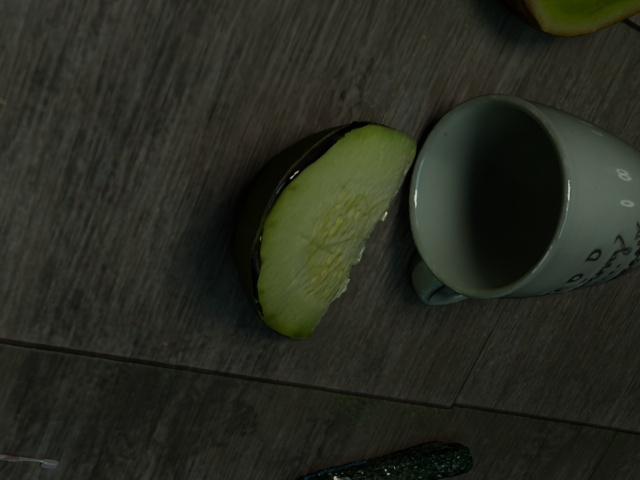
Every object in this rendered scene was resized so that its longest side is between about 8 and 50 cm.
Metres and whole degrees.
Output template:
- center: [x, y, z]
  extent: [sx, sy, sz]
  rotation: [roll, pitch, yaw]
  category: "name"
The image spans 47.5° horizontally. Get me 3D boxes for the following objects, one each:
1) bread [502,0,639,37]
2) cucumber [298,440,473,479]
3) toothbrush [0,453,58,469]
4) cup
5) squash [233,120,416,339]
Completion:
- center: [0.253, -0.295, 0.640]
  extent: [0.236, 0.070, 0.236]
  rotation: [-15, 136, -15]
  category: "bread"
- center: [0.074, 0.284, 0.887]
  extent: [0.256, 0.043, 0.044]
  rotation: [-4, 111, -25]
  category: "cucumber"
- center: [-0.292, 0.203, 0.677]
  extent: [0.097, 0.006, 0.008]
  rotation: [21, 107, -34]
  category: "toothbrush"
- center: [0.214, -0.013, 0.754]
  extent: [0.234, 0.186, 0.258]
  rotation: [5, 142, -38]
  category: "cup"
- center: [0.000, 0.000, 0.643]
  extent: [0.204, 0.155, 0.237]
  rotation: [22, 101, -32]
  category: "squash"
